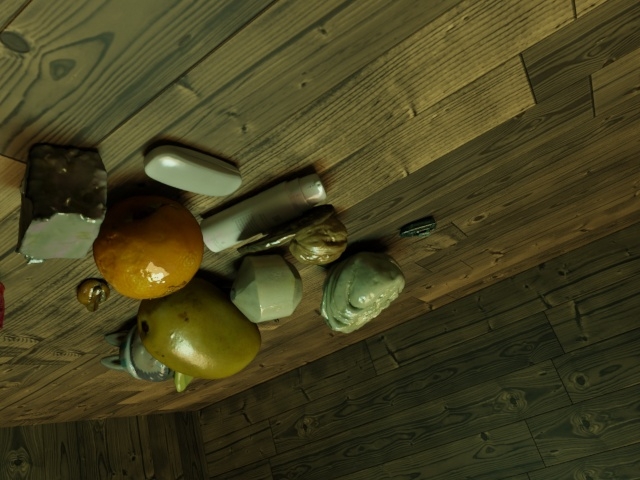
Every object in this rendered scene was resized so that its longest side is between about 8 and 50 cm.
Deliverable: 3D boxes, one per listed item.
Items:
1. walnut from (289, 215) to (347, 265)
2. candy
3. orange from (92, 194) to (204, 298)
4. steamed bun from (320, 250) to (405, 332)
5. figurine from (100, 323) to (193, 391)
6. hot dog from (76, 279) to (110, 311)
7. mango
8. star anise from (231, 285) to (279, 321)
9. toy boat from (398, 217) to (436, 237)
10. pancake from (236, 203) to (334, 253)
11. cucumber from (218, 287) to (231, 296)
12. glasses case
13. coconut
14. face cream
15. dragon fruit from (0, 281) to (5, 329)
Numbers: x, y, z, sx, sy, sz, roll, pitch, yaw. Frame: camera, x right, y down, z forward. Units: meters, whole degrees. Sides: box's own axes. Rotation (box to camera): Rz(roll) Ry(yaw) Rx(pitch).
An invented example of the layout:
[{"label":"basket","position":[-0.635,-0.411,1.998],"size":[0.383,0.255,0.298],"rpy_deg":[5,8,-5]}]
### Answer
[{"label":"walnut","position":[0.000,0.000,1.495],"size":[0.184,0.155,0.155],"rpy_deg":[-6,153,-30]},{"label":"candy","position":[-0.508,-0.064,0.964],"size":[0.137,0.184,0.195],"rpy_deg":[8,146,-36]},{"label":"orange","position":[-0.394,0.011,1.144],"size":[0.246,0.246,0.246],"rpy_deg":[-15,156,-7]},{"label":"steamed bun","position":[0.140,0.168,1.854],"size":[0.339,0.247,0.352],"rpy_deg":[-44,157,14]},{"label":"figurine","position":[-0.627,0.371,1.881],"size":[0.378,0.266,0.361],"rpy_deg":[13,-175,7]},{"label":"hot dog","position":[-0.686,0.167,1.487],"size":[0.090,0.060,0.140],"rpy_deg":[11,147,-40]},{"label":"mango","position":[-0.385,0.294,1.623],"size":[0.232,0.300,0.446],"rpy_deg":[-10,146,44]},{"label":"star anise","position":[-0.232,0.214,1.879],"size":[0.272,0.102,0.272],"rpy_deg":[6,141,5]},{"label":"toy boat","position":[0.345,-0.038,1.765],"size":[0.141,0.060,0.055],"rpy_deg":[-16,158,4]},{"label":"pancake","position":[-0.091,-0.032,1.313],"size":[0.286,0.033,0.288],"rpy_deg":[-28,-169,-16]},{"label":"cucumber","position":[-0.308,0.207,1.760],"size":[0.242,0.074,0.074],"rpy_deg":[6,157,6]},{"label":"glasses case","position":[-0.275,-0.150,1.088],"size":[0.092,0.059,0.233],"rpy_deg":[-35,150,31]},{"label":"coconut","position":[-0.187,0.156,1.616],"size":[0.241,0.241,0.241],"rpy_deg":[-15,156,-7]},{"label":"face cream","position":[-0.145,-0.077,1.287],"size":[0.346,0.102,0.102],"rpy_deg":[-23,156,12]},{"label":"dragon fruit","position":[-0.892,0.116,1.175],"size":[0.161,0.126,0.274],"rpy_deg":[-8,147,2]}]
